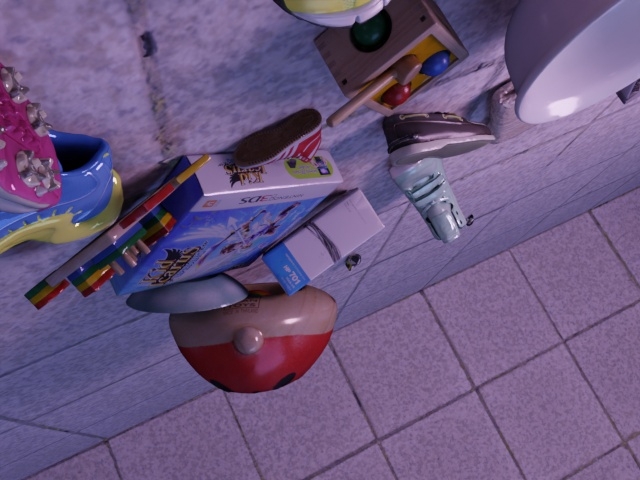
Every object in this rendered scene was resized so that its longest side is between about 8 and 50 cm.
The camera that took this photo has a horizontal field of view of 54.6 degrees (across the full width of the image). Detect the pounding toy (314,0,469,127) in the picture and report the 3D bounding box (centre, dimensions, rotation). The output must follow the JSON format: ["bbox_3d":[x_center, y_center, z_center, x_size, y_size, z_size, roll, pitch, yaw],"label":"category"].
[{"bbox_3d":[0.067,-0.180,0.625,0.130,0.100,0.141,-35,164,24],"label":"pounding toy"}]

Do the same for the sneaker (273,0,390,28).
[{"bbox_3d":[0.050,-0.239,0.468,0.208,0.081,0.094,-31,159,-13],"label":"sneaker"}]

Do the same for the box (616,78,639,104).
[{"bbox_3d":[0.667,-0.361,1.144,0.231,0.056,0.183,-30,164,11],"label":"box"}]

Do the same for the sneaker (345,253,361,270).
[{"bbox_3d":[0.088,0.048,1.576,0.035,0.031,0.083,-36,174,-24],"label":"sneaker"}]

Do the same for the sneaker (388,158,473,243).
[{"bbox_3d":[0.211,-0.076,1.126,0.094,0.151,0.256,-30,164,16],"label":"sneaker"}]

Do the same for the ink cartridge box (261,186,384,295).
[{"bbox_3d":[0.000,0.000,1.035,0.190,0.082,0.139,-35,-176,-2],"label":"ink cartridge box"}]

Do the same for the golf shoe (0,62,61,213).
[{"bbox_3d":[-0.281,-0.085,0.366,0.140,0.115,0.306,-20,158,7],"label":"golf shoe"}]

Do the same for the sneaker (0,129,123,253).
[{"bbox_3d":[-0.289,-0.041,0.540,0.240,0.091,0.126,-25,155,-37],"label":"sneaker"}]

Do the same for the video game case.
[{"bbox_3d":[-0.138,-0.025,0.871,0.244,0.061,0.269,-10,158,-45],"label":"video game case"}]

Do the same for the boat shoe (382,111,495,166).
[{"bbox_3d":[0.184,-0.164,0.942,0.227,0.069,0.081,-14,172,-41],"label":"boat shoe"}]

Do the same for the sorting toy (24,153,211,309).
[{"bbox_3d":[-0.215,-0.002,0.695,0.274,0.046,0.132,-29,-163,35],"label":"sorting toy"}]

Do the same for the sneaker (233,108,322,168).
[{"bbox_3d":[-0.049,-0.113,0.765,0.118,0.042,0.067,-28,162,-5],"label":"sneaker"}]

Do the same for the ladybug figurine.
[{"bbox_3d":[-0.119,0.171,1.139,0.305,0.162,0.449,-3,180,1],"label":"ladybug figurine"}]

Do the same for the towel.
[{"bbox_3d":[0.407,-0.266,1.034,0.282,0.049,0.187,-28,164,5],"label":"towel"}]

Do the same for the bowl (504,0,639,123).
[{"bbox_3d":[0.321,-0.272,0.693,0.297,0.134,0.298,-25,165,-7],"label":"bowl"}]

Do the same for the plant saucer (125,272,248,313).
[{"bbox_3d":[-0.214,0.073,0.997,0.194,0.038,0.195,-2,-170,0],"label":"plant saucer"}]
